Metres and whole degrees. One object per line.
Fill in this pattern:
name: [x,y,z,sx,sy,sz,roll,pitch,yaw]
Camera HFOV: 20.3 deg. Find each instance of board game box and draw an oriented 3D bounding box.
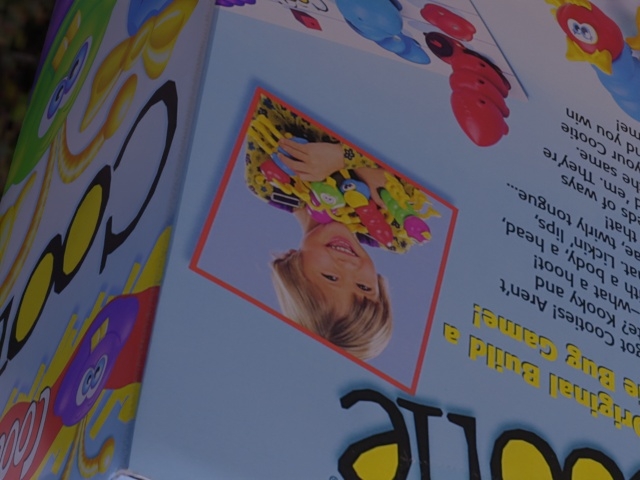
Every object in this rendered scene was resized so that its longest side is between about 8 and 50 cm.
board game box: [0.000,0.000,0.466,0.144,0.275,0.142,26,136,-20]
